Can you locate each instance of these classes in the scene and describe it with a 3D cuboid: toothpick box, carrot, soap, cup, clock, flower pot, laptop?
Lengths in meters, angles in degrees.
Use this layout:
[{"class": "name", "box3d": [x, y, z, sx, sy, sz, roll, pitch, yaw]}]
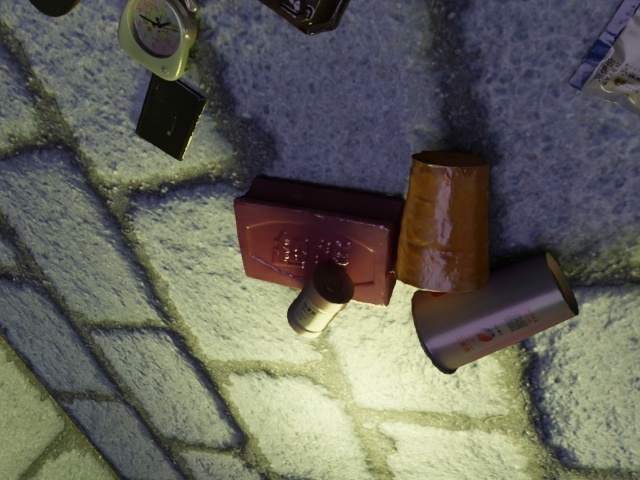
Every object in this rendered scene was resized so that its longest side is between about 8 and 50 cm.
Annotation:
[{"class": "toothpick box", "box3d": [-0.002, 0.132, 1.093, 0.098, 0.098, 0.149, 33, 135, -1]}, {"class": "carrot", "box3d": [0.237, -0.044, 0.983, 0.196, 0.196, 0.254, 7, 113, 20]}, {"class": "soap", "box3d": [0.000, 0.000, 1.144, 0.359, 0.128, 0.233, 11, 128, 19]}, {"class": "cup", "box3d": [0.361, 0.143, 1.057, 0.288, 0.203, 0.203, -29, 109, 31]}, {"class": "clock", "box3d": [-0.314, -0.430, 1.012, 0.151, 0.062, 0.191, 36, 130, -2]}, {"class": "flower pot", "box3d": [-0.066, -0.465, 0.858, 0.251, 0.084, 0.179, 35, 131, -2]}, {"class": "laptop", "box3d": [-0.347, -0.283, 1.167, 0.135, 0.016, 0.197, 34, 131, -3]}]

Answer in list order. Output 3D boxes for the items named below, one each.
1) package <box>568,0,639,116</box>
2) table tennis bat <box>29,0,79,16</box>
[{"class": "package", "box3d": [0.503, -0.277, 0.771, 0.173, 0.027, 0.171, 24, 130, 2]}, {"class": "table tennis bat", "box3d": [-0.537, -0.584, 1.028, 0.301, 0.022, 0.173, -27, 109, 38]}]
